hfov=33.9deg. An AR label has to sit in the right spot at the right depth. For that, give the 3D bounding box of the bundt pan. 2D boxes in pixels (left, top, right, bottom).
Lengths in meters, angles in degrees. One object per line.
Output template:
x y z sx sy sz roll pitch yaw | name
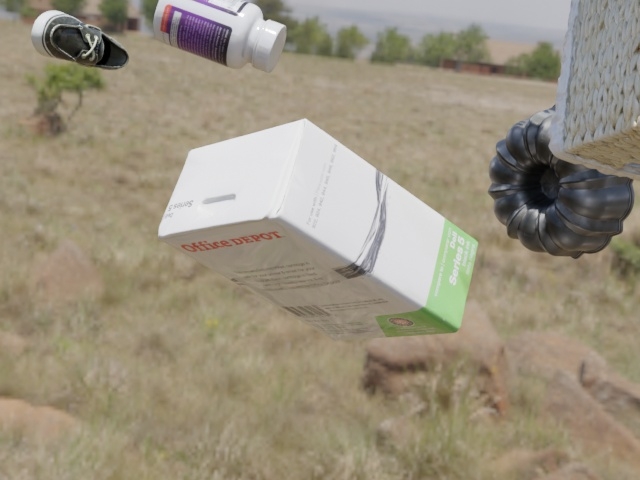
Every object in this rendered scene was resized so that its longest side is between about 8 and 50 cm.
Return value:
0.477 -0.116 2.182 0.124 0.330 0.331 -11 19 -40 | bundt pan

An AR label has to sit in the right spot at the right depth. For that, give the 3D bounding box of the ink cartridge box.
0.000 0.000 1.106 0.273 0.114 0.198 33 -27 -35 | ink cartridge box

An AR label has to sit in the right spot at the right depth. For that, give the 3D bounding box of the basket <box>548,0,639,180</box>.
0.587 -0.268 1.682 0.328 0.331 0.266 12 -8 -18 | basket

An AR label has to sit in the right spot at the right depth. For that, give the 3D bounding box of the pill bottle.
-0.157 -0.336 1.668 0.194 0.108 0.108 22 14 7 | pill bottle

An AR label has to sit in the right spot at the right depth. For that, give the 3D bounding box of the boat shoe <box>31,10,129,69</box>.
-0.396 -0.330 1.756 0.070 0.077 0.219 18 7 20 | boat shoe
